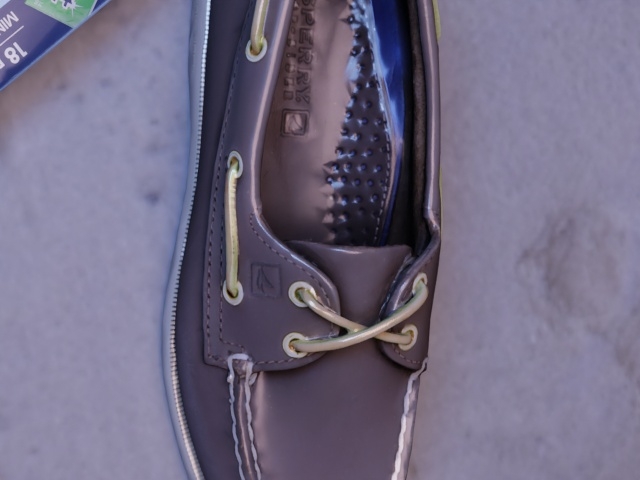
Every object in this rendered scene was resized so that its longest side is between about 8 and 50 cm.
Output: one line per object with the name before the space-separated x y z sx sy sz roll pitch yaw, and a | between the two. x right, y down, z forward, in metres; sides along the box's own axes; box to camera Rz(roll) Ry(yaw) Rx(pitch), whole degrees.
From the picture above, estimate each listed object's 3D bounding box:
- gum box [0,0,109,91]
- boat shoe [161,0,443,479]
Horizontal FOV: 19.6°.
gum box | -0.151 -0.171 0.780 0.157 0.041 0.184 -42 105 -17
boat shoe | 0.000 0.000 0.809 0.116 0.097 0.324 1 89 -22
